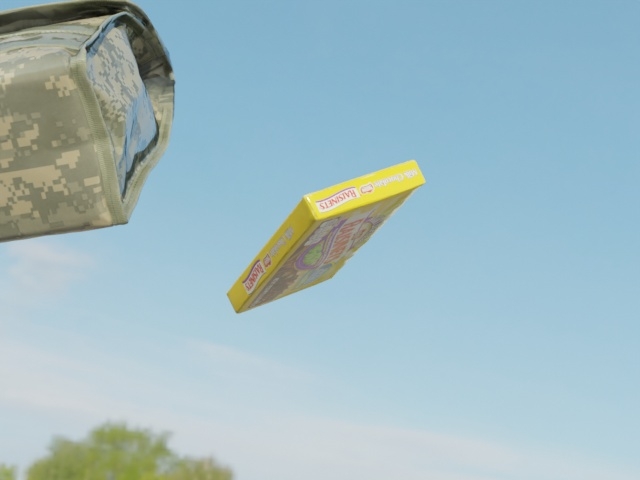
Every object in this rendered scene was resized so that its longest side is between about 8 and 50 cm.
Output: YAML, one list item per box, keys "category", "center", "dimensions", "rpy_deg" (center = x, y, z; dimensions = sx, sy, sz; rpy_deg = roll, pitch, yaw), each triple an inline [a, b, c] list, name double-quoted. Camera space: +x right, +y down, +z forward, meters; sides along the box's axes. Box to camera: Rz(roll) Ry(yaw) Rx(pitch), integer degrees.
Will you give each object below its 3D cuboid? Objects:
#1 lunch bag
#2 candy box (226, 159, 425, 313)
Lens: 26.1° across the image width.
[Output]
- category: "lunch bag"
  center: [-0.264, -0.112, 1.198]
  dimensions: [0.235, 0.169, 0.287]
  rpy_deg: [-9, 21, 7]
- category: "candy box"
  center: [0.000, 0.000, 1.135]
  dimensions: [0.105, 0.027, 0.206]
  rpy_deg: [-22, -13, -28]
